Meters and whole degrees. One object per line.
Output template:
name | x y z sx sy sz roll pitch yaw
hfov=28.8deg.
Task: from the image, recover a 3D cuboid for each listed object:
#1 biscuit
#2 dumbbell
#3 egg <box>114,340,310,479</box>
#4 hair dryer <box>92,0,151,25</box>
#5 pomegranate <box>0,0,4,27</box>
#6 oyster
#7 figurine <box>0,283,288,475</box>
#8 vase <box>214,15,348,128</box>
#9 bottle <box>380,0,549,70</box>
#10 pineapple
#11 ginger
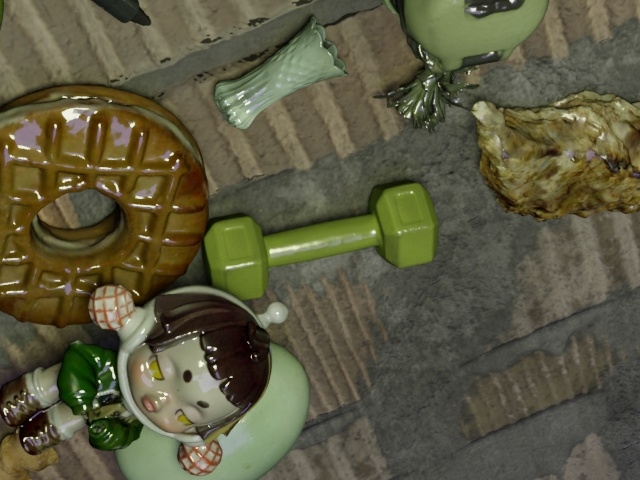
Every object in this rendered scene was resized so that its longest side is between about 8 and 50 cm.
biscuit | -0.288 -0.037 1.473 0.332 0.103 0.332 -9 131 -11
dumbbell | 0.000 0.000 1.598 0.302 0.121 0.108 -12 160 -10
egg | -0.145 0.240 1.679 0.282 0.203 0.203 -31 131 1
hair dryer | -0.262 -0.291 1.298 0.070 0.128 0.255 -34 152 14
pomegranate | -0.413 -0.227 1.249 0.180 0.180 0.209 13 152 -28
oyster | 0.332 -0.087 1.647 0.396 0.111 0.204 3 130 -26
figurine | -0.213 0.167 1.524 0.370 0.167 0.281 -20 114 17
vase | -0.050 -0.188 1.450 0.148 0.081 0.081 -31 131 12
bottle | 0.111 -0.298 1.235 0.168 0.347 0.168 -10 128 -12
pineapple | 0.158 -0.234 1.462 0.125 0.125 0.251 9 129 -25
ginger | -0.384 0.261 1.703 0.089 0.075 0.288 30 121 -9
